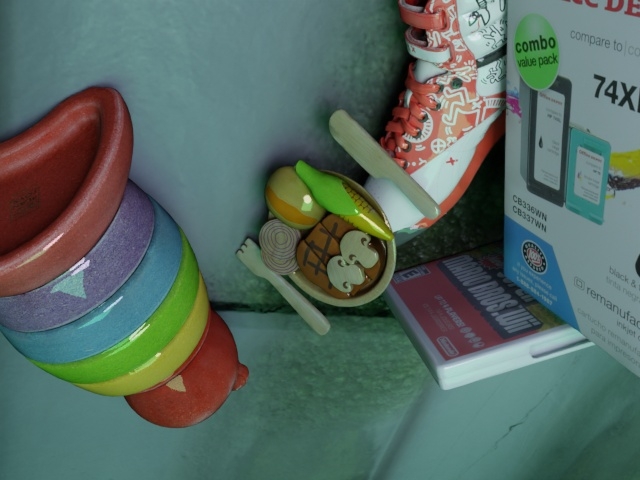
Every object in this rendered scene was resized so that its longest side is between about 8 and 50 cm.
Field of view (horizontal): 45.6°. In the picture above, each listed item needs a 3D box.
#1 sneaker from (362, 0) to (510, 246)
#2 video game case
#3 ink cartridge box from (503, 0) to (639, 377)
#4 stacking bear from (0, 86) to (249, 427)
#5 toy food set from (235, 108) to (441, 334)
[{"bbox_3d":[0.088,-0.121,0.598,0.270,0.090,0.145,-44,126,14],"label":"sneaker"},{"bbox_3d":[0.211,0.038,0.691,0.285,0.204,0.025,-16,110,-5],"label":"video game case"},{"bbox_3d":[0.260,-0.075,0.514,0.197,0.198,0.270,-16,119,-17],"label":"ink cartridge box"},{"bbox_3d":[-0.161,0.053,0.622,0.175,0.164,0.289,-26,135,4],"label":"stacking bear"},{"bbox_3d":[0.000,0.000,0.629,0.038,0.132,0.192,-36,168,-50],"label":"toy food set"}]
